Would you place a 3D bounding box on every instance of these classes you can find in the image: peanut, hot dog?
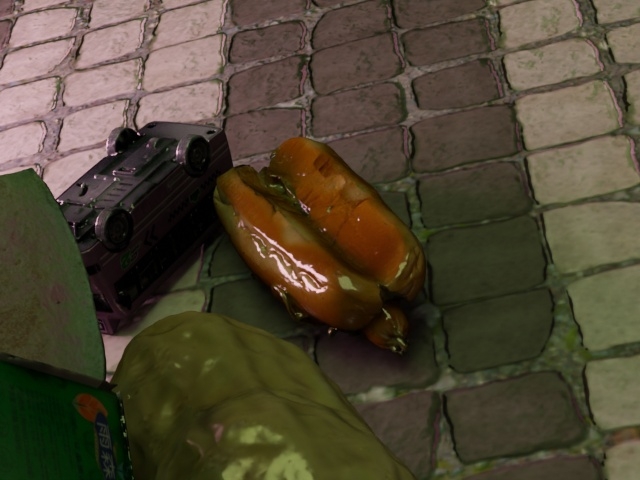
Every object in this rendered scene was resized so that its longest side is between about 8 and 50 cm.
[{"bbox_3d":[-0.031,0.138,0.800,0.152,0.152,0.313,-24,33,-10],"label":"peanut"},{"bbox_3d":[0.000,0.000,1.051,0.109,0.072,0.269,-26,33,-9],"label":"hot dog"}]

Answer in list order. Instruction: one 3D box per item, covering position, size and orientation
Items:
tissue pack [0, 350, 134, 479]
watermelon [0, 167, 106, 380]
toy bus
[{"bbox_3d":[-0.178,0.180,0.720,0.156,0.148,0.209,-20,68,21],"label":"tissue pack"},{"bbox_3d":[-0.288,0.150,0.877,0.292,0.319,0.222,-6,-19,-38],"label":"watermelon"},{"bbox_3d":[-0.140,-0.015,1.116,0.087,0.098,0.178,9,39,33],"label":"toy bus"}]
